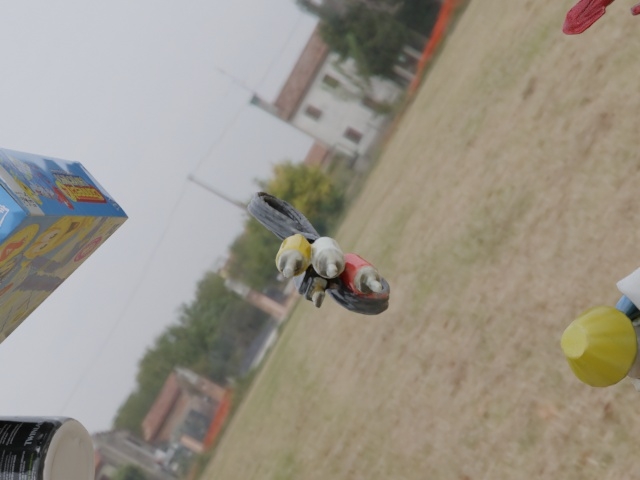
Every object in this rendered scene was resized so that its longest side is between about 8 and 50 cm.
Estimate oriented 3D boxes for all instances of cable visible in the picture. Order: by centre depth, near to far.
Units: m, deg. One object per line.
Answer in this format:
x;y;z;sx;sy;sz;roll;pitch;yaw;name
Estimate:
0.000;0.000;1.124;0.287;0.139;0.072;-114;41;-63;cable

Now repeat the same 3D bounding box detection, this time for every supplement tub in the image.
-0.338;0.236;1.029;0.117;0.190;0.117;-2;-90;-75;supplement tub

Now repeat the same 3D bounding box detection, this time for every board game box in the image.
-0.352;0.051;0.945;0.308;0.086;0.302;-44;-2;4;board game box

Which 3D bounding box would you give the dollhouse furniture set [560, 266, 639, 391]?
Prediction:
0.239;0.056;0.395;0.303;0.198;0.286;-46;47;31;dollhouse furniture set

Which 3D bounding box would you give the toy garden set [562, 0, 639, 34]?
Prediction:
0.207;-0.224;0.606;0.244;0.204;0.049;-27;7;35;toy garden set
